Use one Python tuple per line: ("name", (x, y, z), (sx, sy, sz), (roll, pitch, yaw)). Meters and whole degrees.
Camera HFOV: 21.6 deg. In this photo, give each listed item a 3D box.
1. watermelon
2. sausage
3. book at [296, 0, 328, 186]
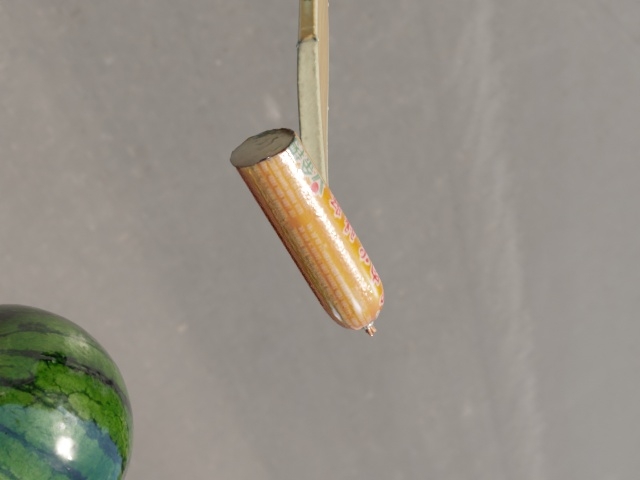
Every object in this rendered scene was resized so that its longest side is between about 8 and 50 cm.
("watermelon", (-0.236, 0.133, 1.222), (0.188, 0.188, 0.214), (-40, 132, 4))
("sausage", (0.000, 0.000, 0.720), (0.031, 0.031, 0.107), (-35, 118, -6))
("book", (-0.004, -0.149, 1.142), (0.018, 0.241, 0.170), (-1, 136, 2))
